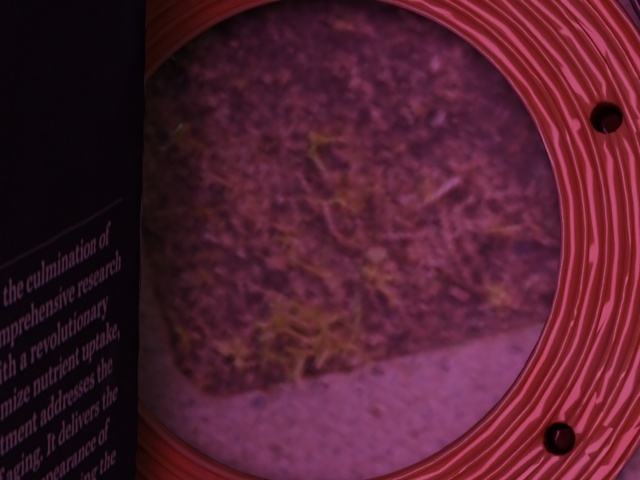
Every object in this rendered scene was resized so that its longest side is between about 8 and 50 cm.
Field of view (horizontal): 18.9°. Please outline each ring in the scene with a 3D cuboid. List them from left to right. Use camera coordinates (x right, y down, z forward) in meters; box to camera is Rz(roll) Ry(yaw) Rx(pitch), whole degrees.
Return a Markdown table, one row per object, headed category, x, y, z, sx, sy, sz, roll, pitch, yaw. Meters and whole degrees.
| category | x | y | z | sx | sy | sz | roll | pitch | yaw |
| --- | --- | --- | --- | --- | --- | --- | --- | --- | --- |
| ring | 0.000 | 0.000 | 0.860 | 0.337 | 0.032 | 0.336 | -1 | 85 | 15 |

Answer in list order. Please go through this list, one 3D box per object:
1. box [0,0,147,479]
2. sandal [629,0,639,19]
| category | x | y | z | sx | sy | sz | roll | pitch | yaw |
| --- | --- | --- | --- | --- | --- | --- | --- | --- | --- |
| box | -0.334 | 0.044 | 0.744 | 0.480 | 0.297 | 0.471 | 7 | 105 | 16 |
| sandal | 0.178 | -0.108 | 0.805 | 0.090 | 0.060 | 0.219 | -37 | 77 | 9 |
